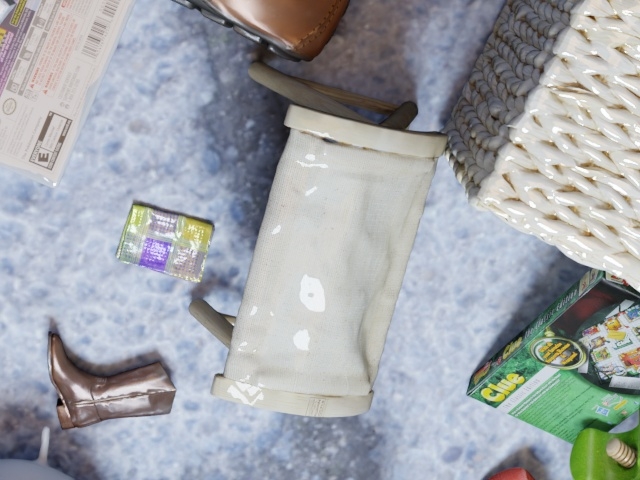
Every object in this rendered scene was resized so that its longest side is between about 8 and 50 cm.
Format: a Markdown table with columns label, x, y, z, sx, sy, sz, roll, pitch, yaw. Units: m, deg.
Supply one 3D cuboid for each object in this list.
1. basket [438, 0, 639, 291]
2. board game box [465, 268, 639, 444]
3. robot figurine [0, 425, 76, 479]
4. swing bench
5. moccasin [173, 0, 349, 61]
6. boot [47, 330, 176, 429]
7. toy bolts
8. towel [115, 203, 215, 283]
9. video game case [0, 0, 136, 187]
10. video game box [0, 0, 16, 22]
| label | x | y | z | sx | sy | sz | roll | pitch | yaw |
| --- | --- | --- | --- | --- | --- | --- | --- | --- | --- |
| basket | 0.307 | -0.106 | 1.722 | 0.331 | 0.328 | 0.266 | 25 | 101 | -8 |
| board game box | 0.251 | 0.109 | 1.834 | 0.136 | 0.259 | 0.030 | 24 | 55 | -13 |
| robot figurine | -0.311 | 0.347 | 1.833 | 0.300 | 0.200 | 0.353 | 37 | 98 | 16 |
| swing bench | 0.000 | 0.000 | 1.750 | 0.165 | 0.254 | 0.253 | 14 | 102 | -13 |
| moccasin | -0.139 | -0.291 | 1.731 | 0.380 | 0.139 | 0.147 | 25 | 99 | -11 |
| boot | -0.195 | 0.124 | 1.876 | 0.114 | 0.037 | 0.106 | -9 | 117 | 0 |
| toy bolts | 0.269 | 0.295 | 1.880 | 0.228 | 0.218 | 0.158 | -27 | 127 | 38 |
| towel | -0.144 | 0.003 | 1.867 | 0.083 | 0.009 | 0.060 | 17 | 102 | -10 |
| video game case | -0.285 | -0.172 | 1.805 | 0.183 | 0.023 | 0.201 | 22 | 101 | -11 |
| video game box | -0.404 | -0.200 | 1.756 | 0.205 | 0.048 | 0.187 | 40 | 97 | -4 |
